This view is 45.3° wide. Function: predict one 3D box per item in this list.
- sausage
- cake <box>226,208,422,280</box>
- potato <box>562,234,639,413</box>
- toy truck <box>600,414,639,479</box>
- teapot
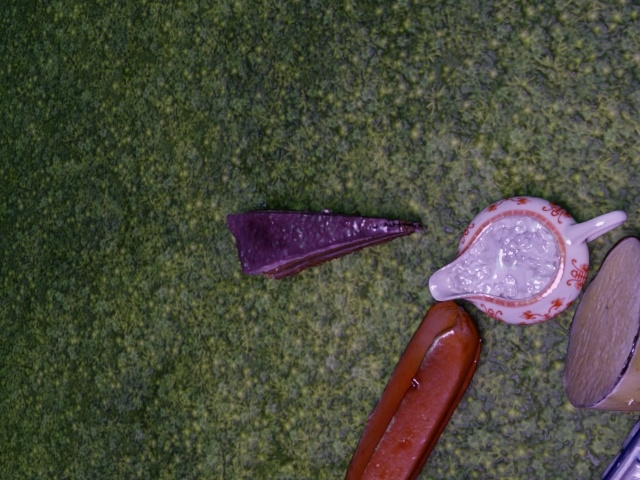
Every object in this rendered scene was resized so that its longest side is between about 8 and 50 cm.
[{"bbox_3d":[0.122,0.231,1.030,0.102,0.102,0.330,32,104,28],"label":"sausage"},{"bbox_3d":[0.000,0.000,1.107,0.295,0.116,0.112,-4,89,33],"label":"cake"},{"bbox_3d":[0.370,0.110,0.874,0.117,0.182,0.202,18,63,1],"label":"potato"},{"bbox_3d":[0.346,0.326,0.856,0.124,0.155,0.267,35,105,27],"label":"toy truck"},{"bbox_3d":[0.261,0.019,0.952,0.246,0.116,0.159,-34,58,27],"label":"teapot"}]
